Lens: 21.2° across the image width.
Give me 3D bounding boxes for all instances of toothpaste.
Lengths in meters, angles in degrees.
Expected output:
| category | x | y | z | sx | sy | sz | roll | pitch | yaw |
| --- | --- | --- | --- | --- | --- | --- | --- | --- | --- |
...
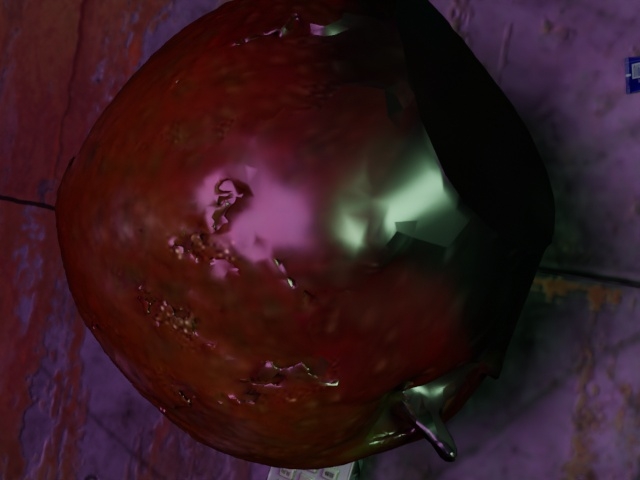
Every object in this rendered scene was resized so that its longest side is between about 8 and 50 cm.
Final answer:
| category | x | y | z | sx | sy | sz | roll | pitch | yaw |
| --- | --- | --- | --- | --- | --- | --- | --- | --- | --- |
| toothpaste | 0.229 | -0.110 | 1.077 | 0.083 | 0.015 | 0.024 | -7 | 81 | 34 |

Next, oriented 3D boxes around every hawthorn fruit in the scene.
| category | x | y | z | sx | sy | sz | roll | pitch | yaw |
| --- | --- | --- | --- | --- | --- | --- | --- | --- | --- |
| hawthorn fruit | -0.006 | -0.015 | 1.045 | 0.316 | 0.316 | 0.315 | -4 | 82 | 29 |

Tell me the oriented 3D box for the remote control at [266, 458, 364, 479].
| category | x | y | z | sx | sy | sz | roll | pitch | yaw |
| --- | --- | --- | --- | --- | --- | --- | --- | --- | --- |
| remote control | -0.003 | 0.165 | 1.164 | 0.065 | 0.029 | 0.166 | 21 | 99 | 29 |
